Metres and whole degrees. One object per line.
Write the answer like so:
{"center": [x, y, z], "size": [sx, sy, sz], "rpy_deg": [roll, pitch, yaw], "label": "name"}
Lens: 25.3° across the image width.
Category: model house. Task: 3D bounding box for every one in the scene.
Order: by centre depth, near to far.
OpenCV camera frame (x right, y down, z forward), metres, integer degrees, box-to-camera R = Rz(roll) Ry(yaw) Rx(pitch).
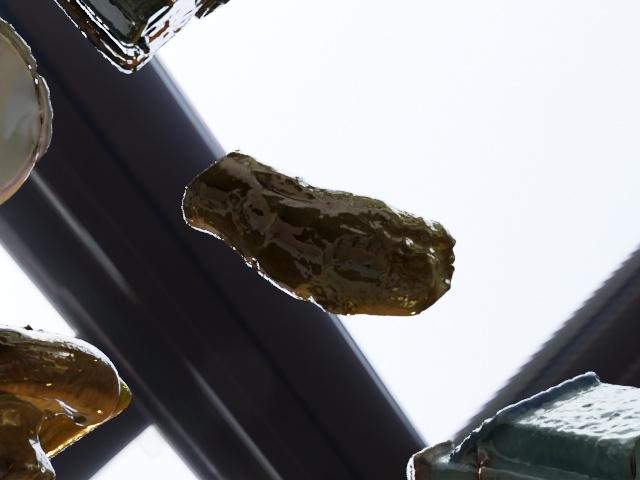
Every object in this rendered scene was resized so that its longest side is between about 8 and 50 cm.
{"center": [0.264, 0.296, 1.530], "size": [0.329, 0.295, 0.252], "rpy_deg": [0, -164, 42], "label": "model house"}

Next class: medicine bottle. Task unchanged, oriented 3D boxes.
{"center": [-0.462, -0.109, 1.458], "size": [0.379, 0.213, 0.213], "rpy_deg": [-7, -139, 47], "label": "medicine bottle"}

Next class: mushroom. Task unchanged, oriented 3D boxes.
{"center": [-0.320, 0.147, 1.264], "size": [0.286, 0.151, 0.156], "rpy_deg": [-22, -117, -16], "label": "mushroom"}

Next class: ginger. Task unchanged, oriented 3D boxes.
{"center": [0.000, 0.000, 1.362], "size": [0.263, 0.116, 0.109], "rpy_deg": [23, -157, 10], "label": "ginger"}

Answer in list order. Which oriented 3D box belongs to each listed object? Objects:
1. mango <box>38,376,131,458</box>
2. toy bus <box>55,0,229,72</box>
{"center": [-0.399, 0.216, 1.802], "size": [0.317, 0.176, 0.119], "rpy_deg": [-14, -162, -8], "label": "mango"}
{"center": [-0.073, -0.290, 1.088], "size": [0.323, 0.162, 0.194], "rpy_deg": [-40, -177, -8], "label": "toy bus"}
